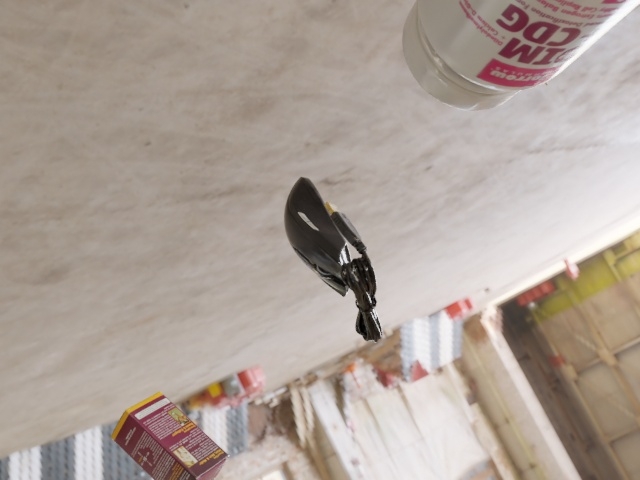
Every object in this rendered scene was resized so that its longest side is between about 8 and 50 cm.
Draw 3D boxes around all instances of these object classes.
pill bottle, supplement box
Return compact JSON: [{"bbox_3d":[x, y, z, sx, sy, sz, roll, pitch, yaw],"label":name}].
[{"bbox_3d":[0.178,-0.225,0.764,0.160,0.160,0.283,-23,172,-19],"label":"pill bottle"},{"bbox_3d":[-0.279,0.382,1.667,0.104,0.188,0.080,-23,149,-59],"label":"supplement box"}]

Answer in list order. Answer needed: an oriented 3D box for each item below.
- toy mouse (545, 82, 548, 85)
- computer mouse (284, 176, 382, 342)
[{"bbox_3d":[0.235,-0.230,0.951,0.161,0.143,0.031,-9,172,20],"label":"toy mouse"},{"bbox_3d":[0.000,0.000,1.152,0.060,0.262,0.184,-22,146,-9],"label":"computer mouse"}]
